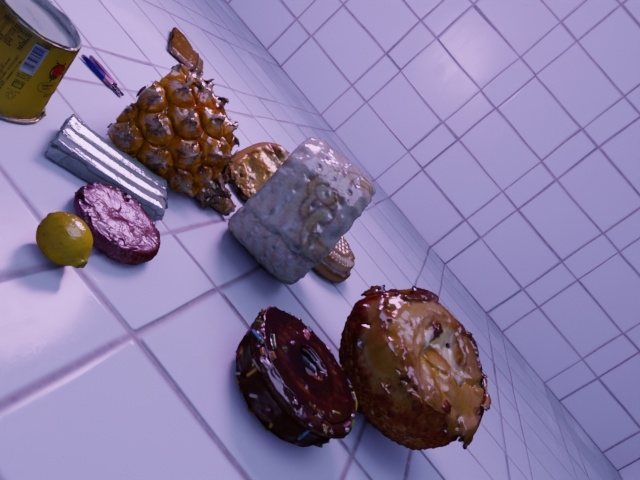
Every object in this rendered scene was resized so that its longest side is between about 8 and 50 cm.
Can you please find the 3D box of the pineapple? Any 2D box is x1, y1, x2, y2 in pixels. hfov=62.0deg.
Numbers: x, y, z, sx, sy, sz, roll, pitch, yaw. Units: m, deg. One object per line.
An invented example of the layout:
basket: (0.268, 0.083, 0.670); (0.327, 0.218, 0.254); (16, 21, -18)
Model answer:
pineapple: (-0.225, -0.212, 1.100); (0.286, 0.209, 0.344); (45, 16, -15)

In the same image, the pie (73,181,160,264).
pie: (-0.305, -0.026, 0.802); (0.154, 0.036, 0.154); (44, 18, -18)

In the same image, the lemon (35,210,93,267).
lemon: (-0.319, 0.000, 0.669); (0.083, 0.062, 0.062); (56, 18, 6)

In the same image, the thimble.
thimble: (-0.045, -0.061, 1.112); (0.195, 0.291, 0.291); (42, 18, -4)

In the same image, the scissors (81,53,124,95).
scissors: (-0.462, -0.353, 1.139); (0.113, 0.012, 0.039); (49, 17, -5)

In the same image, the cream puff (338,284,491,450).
cream puff: (0.169, 0.251, 1.073); (0.350, 0.229, 0.350); (24, 50, -32)

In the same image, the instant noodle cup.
instant noodle cup: (-0.457, -0.289, 0.795); (0.182, 0.144, 0.182); (44, 17, -18)

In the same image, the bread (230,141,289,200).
bread: (-0.126, -0.178, 1.372); (0.174, 0.133, 0.252); (54, 23, 10)

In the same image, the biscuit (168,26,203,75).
biscuit: (-0.437, -0.614, 1.735); (0.131, 0.026, 0.237); (40, 19, -33)

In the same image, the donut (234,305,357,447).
donut: (-0.043, 0.220, 0.848); (0.235, 0.089, 0.235); (43, 19, -18)

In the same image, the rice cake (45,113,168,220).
rice cake: (-0.344, -0.117, 0.894); (0.211, 0.038, 0.124); (40, 20, -31)

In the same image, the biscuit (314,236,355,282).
biscuit: (0.000, 0.000, 1.434); (0.259, 0.079, 0.259); (44, 18, -19)
